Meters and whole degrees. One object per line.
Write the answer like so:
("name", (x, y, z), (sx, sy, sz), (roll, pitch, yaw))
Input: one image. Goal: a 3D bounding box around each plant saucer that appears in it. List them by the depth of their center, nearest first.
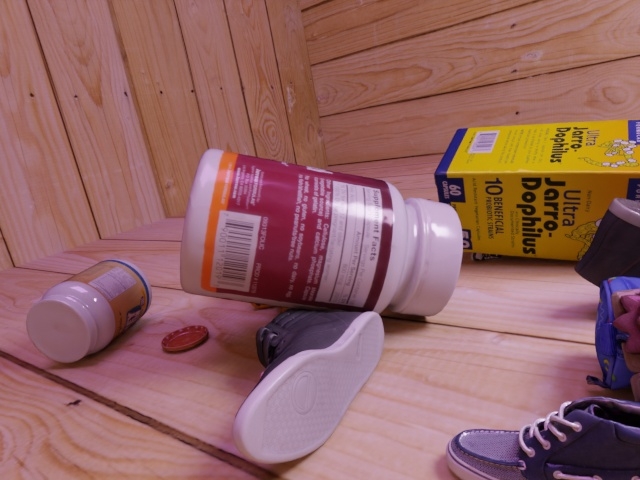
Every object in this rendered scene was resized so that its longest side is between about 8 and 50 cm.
("plant saucer", (-0.243, 0.177, 0.812), (0.084, 0.013, 0.083), (-10, 15, 3))

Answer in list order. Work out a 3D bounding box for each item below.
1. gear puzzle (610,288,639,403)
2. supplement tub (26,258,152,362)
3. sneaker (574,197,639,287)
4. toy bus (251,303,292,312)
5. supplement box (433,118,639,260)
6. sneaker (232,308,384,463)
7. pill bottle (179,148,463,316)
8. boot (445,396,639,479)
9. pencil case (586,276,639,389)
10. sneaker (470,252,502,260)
("gear puzzle", (0.416, 0.091, 0.320), (0.339, 0.175, 0.044), (-12, -30, 29))
("supplement tub", (-0.435, 0.129, 0.868), (0.144, 0.144, 0.199), (-8, 15, 12))
("sneaker", (0.471, 0.024, 0.626), (0.222, 0.118, 0.083), (16, 31, -5))
("toy bus", (-0.085, 0.054, 0.976), (0.130, 0.108, 0.332), (-10, 15, 2))
("supplement box", (0.427, -0.096, 0.867), (0.357, 0.194, 0.195), (4, 40, 31))
("sneaker", (-0.041, 0.164, 0.560), (0.147, 0.104, 0.296), (-4, 10, 31))
("pill bottle", (0.000, 0.000, 0.710), (0.392, 0.224, 0.224), (10, 12, -10))
("boot", (0.200, 0.169, 0.383), (0.190, 0.086, 0.069), (-3, 17, 27))
("pencil case", (0.425, 0.099, 0.421), (0.306, 0.119, 0.133), (-1, 4, 34))
("sneaker", (0.352, 0.024, 0.934), (0.083, 0.031, 0.037), (-15, 15, -16))
